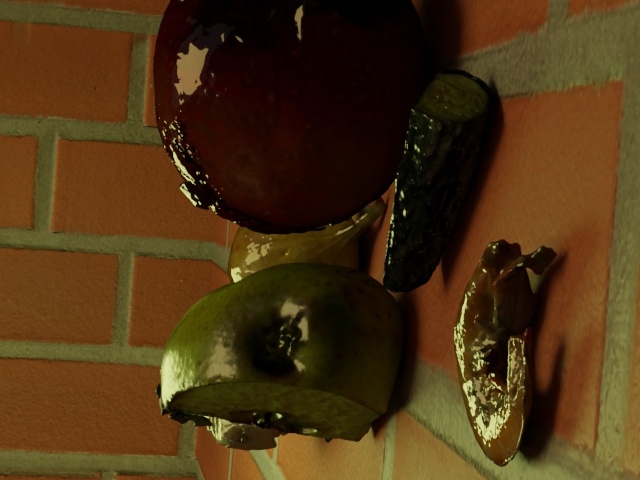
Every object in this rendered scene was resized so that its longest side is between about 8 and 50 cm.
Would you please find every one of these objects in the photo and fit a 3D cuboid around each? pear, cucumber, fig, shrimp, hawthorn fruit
[{"bbox_3d":[-0.042,0.103,1.445,0.255,0.238,0.164,115,163,-69],"label":"pear"},{"bbox_3d":[0.104,-0.041,1.199,0.078,0.062,0.211,-49,-25,-41],"label":"cucumber"},{"bbox_3d":[0.000,0.000,1.625,0.257,0.159,0.159,-33,50,50],"label":"fig"},{"bbox_3d":[0.136,0.081,0.995,0.132,0.052,0.187,-118,24,-50],"label":"shrimp"},{"bbox_3d":[-0.027,-0.162,1.360,0.316,0.316,0.316,-176,90,-81],"label":"hawthorn fruit"}]

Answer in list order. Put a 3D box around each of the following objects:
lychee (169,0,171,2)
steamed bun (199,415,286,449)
[{"bbox_3d":[-0.100,-0.392,2.021,0.267,0.267,0.267,-176,90,-81],"label":"lychee"},{"bbox_3d":[-0.066,0.188,1.868,0.218,0.144,0.211,-45,40,27],"label":"steamed bun"}]
